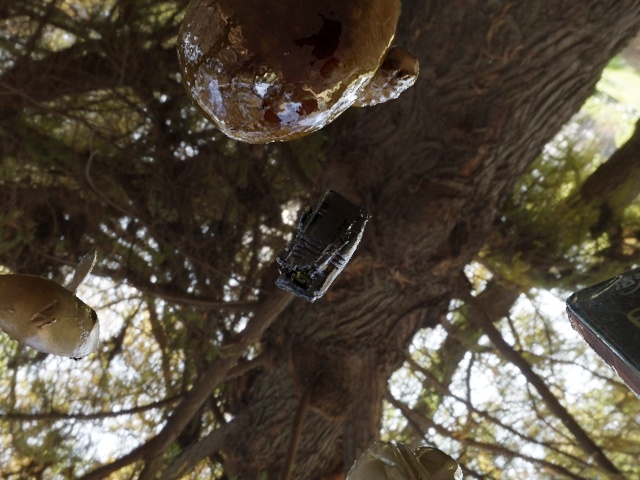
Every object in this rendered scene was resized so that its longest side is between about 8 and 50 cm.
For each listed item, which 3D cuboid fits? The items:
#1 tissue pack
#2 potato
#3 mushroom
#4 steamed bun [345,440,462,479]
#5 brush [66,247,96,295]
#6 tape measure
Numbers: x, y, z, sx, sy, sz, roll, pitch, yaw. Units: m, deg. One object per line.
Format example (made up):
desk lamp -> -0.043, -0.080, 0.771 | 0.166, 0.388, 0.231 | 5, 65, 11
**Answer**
tissue pack -> 0.535, 0.141, 0.812 | 0.315, 0.228, 0.103 | -98, -16, -70
potato -> -0.188, 0.051, 0.387 | 0.093, 0.036, 0.037 | 34, -165, -32
mushroom -> -0.049, -0.295, 0.782 | 0.345, 0.239, 0.345 | -3, -146, 2
steamed bun -> 0.258, 0.646, 1.450 | 0.394, 0.237, 0.347 | 44, 163, -18
brush -> -0.466, 0.100, 1.047 | 0.070, 0.196, 0.021 | 29, -175, -11
tape measure -> 0.000, 0.000, 0.995 | 0.112, 0.186, 0.199 | 33, -172, -6
